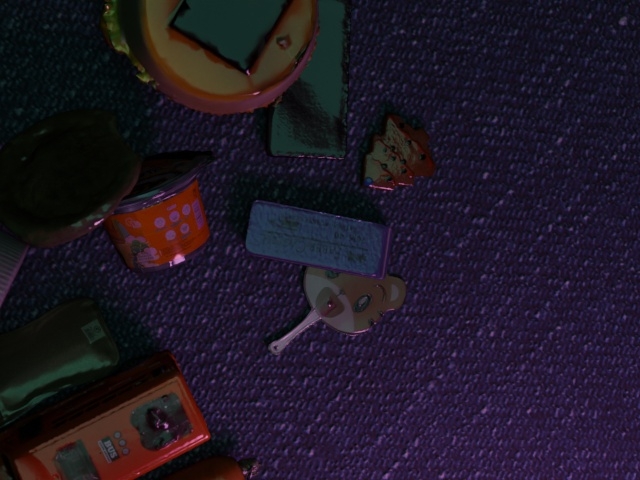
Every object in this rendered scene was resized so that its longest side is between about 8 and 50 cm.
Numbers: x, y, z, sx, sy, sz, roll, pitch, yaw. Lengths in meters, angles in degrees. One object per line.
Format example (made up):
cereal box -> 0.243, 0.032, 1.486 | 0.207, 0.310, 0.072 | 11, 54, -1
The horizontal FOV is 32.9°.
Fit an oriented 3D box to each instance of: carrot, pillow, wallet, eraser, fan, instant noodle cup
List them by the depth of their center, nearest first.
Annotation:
instant noodle cup -> -0.228, -0.033, 1.491 | 0.208, 0.178, 0.126 | -13, 113, 11
pillow -> -0.395, 0.166, 1.506 | 0.217, 0.033, 0.130 | -27, 75, -11
carrot -> -0.242, 0.381, 1.552 | 0.336, 0.069, 0.069 | -20, 97, -9
wallet -> -0.018, -0.242, 1.593 | 0.124, 0.025, 0.244 | 1, 92, -13
eraser -> 0.000, 0.000, 1.599 | 0.225, 0.036, 0.082 | 11, 84, -11
fan -> 0.013, 0.097, 1.627 | 0.226, 0.008, 0.152 | -40, 101, -9

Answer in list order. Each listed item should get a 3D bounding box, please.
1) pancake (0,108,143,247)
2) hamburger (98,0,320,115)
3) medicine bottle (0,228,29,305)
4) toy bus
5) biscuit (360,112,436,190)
pancake -> -0.342, -0.091, 1.433 | 0.222, 0.236, 0.042 | -16, 140, 4
hamburger -> -0.140, -0.313, 1.484 | 0.294, 0.179, 0.276 | 28, 90, -15
medicine bottle -> -0.585, 0.008, 1.365 | 0.384, 0.224, 0.224 | 26, 87, -13
toy bus -> -0.323, 0.285, 1.481 | 0.329, 0.153, 0.143 | -25, 100, -11
biscuit -> 0.112, -0.123, 1.635 | 0.130, 0.019, 0.119 | -43, 101, -8
